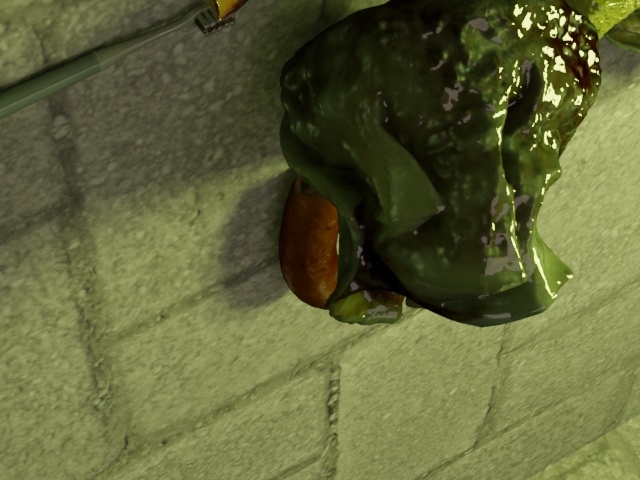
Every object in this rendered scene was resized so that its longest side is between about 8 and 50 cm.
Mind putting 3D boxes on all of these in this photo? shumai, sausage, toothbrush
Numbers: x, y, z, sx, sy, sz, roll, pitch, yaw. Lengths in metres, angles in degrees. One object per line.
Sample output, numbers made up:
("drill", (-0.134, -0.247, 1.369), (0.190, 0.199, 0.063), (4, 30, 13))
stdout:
("shumai", (0.148, -0.071, 1.914), (0.395, 0.348, 0.395), (-11, 164, -3))
("sausage", (-0.004, 0.003, 2.250), (0.103, 0.076, 0.302), (-26, 152, -17))
("toothbrush", (-0.237, -0.165, 1.759), (0.342, 0.030, 0.025), (-25, 147, -16))

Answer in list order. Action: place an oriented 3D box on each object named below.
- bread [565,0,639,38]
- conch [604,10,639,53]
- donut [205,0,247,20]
("bread", (0.302, -0.287, 2.095), (0.129, 0.111, 0.114), (-8, 147, -46))
("conch", (0.549, -0.271, 2.367), (0.386, 0.203, 0.169), (-2, -167, -2))
("donut", (-0.117, -0.285, 1.656), (0.181, 0.078, 0.146), (6, 131, -45))
